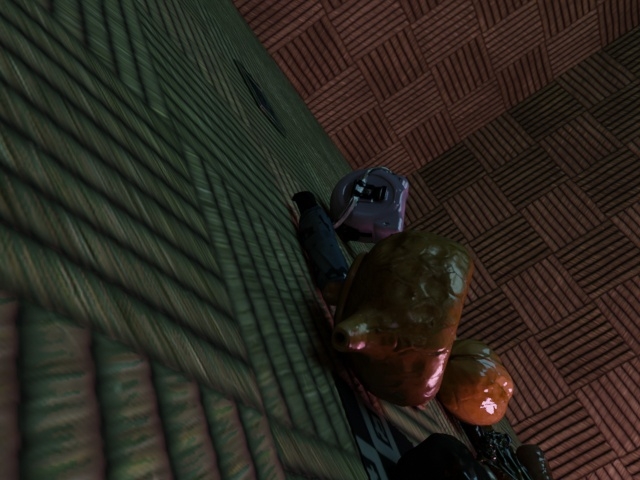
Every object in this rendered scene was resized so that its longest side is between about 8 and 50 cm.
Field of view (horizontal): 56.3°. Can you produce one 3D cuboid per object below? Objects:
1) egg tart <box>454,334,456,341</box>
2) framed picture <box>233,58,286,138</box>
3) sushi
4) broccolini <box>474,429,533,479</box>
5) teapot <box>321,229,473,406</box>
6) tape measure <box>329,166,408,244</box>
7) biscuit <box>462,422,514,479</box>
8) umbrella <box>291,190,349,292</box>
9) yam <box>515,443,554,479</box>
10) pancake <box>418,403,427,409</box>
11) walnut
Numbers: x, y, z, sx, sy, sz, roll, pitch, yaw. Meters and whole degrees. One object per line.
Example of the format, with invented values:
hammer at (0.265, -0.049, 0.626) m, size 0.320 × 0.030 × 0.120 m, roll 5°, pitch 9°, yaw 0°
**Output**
egg tart at (0.324, 0.211, 1.782) m, size 0.232 × 0.098 × 0.252 m, roll 65°, pitch 14°, yaw 11°
framed picture at (-0.144, -0.346, 1.456) m, size 0.183 × 0.011 × 0.142 m, roll 62°, pitch 10°, yaw 31°
sushi at (0.180, 0.304, 0.632) m, size 0.373 × 0.099 × 0.296 m, roll 49°, pitch 12°, yaw -41°
broccolini at (0.426, 0.479, 1.212) m, size 0.271 × 0.062 × 0.123 m, roll 37°, pitch 36°, yaw 1°
teapot at (0.084, 0.081, 0.725) m, size 0.166 × 0.204 × 0.311 m, roll 16°, pitch 12°, yaw 15°
tape measure at (0.108, -0.079, 1.340) m, size 0.105 × 0.178 × 0.196 m, roll 80°, pitch 13°, yaw -56°
biscuit at (0.398, 0.478, 1.403) m, size 0.318 × 0.040 × 0.318 m, roll 56°, pitch 9°, yaw -13°
umbrella at (0.002, 0.001, 0.886) m, size 0.053 × 0.052 × 0.250 m, roll 50°, pitch 12°, yaw -35°
yam at (0.479, 0.583, 1.220) m, size 0.081 × 0.081 × 0.357 m, roll 52°, pitch 20°, yaw -28°
pancake at (0.127, 0.205, 0.944) m, size 0.140 × 0.022 × 0.139 m, roll 54°, pitch 9°, yaw -12°
walnut at (0.312, 0.294, 1.231) m, size 0.207 × 0.159 × 0.159 m, roll 49°, pitch 11°, yaw -37°
